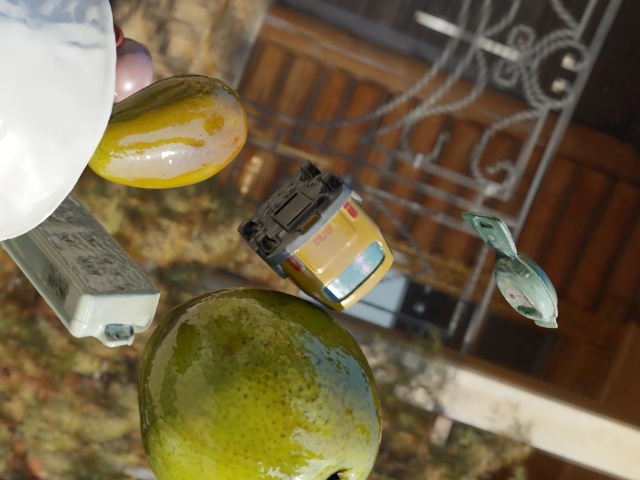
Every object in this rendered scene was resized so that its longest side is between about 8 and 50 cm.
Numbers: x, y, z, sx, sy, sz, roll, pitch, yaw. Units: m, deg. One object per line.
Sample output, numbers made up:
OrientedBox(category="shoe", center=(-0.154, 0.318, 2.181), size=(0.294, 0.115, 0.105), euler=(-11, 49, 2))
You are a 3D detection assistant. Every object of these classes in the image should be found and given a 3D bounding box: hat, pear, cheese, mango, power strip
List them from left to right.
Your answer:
OrientedBox(category="hat", center=(-0.222, -0.099, 0.793), size=(0.126, 0.203, 0.203), euler=(24, 86, -64))
OrientedBox(category="power strip", center=(-0.288, 0.000, 1.583), size=(0.338, 0.098, 0.058), euler=(42, -57, 41))
OrientedBox(category="mango", center=(-0.147, -0.100, 1.389), size=(0.089, 0.163, 0.111), euler=(54, -15, 43))
OrientedBox(category="pear", center=(-0.068, 0.188, 1.608), size=(0.294, 0.294, 0.294), euler=(-160, -90, -77))
OrientedBox(category="cheese", center=(0.161, 0.025, 1.202), size=(0.026, 0.120, 0.067), euler=(-41, -158, -18))

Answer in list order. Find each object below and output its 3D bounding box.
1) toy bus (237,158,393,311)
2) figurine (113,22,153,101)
OrientedBox(category="toy bus", center=(0.000, 0.000, 1.666), size=(0.126, 0.136, 0.209), euler=(-45, -163, -3))
OrientedBox(category="figurine", center=(-0.209, -0.177, 1.524), size=(0.083, 0.067, 0.071), euler=(-66, 152, -16))
